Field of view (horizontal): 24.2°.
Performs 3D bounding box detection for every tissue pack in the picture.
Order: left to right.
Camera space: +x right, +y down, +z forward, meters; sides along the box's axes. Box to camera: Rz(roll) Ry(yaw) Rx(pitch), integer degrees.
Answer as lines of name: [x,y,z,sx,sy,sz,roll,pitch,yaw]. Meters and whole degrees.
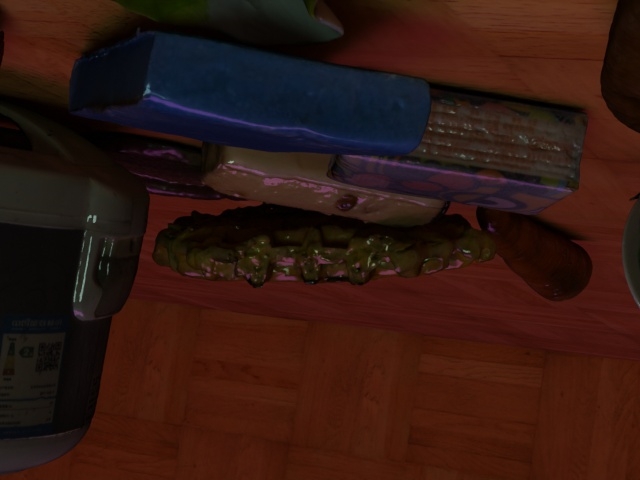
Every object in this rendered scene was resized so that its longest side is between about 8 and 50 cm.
tissue pack: [0.082,-0.057,0.937,0.148,0.060,0.108,9,172,-4]

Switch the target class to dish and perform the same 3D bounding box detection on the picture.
dish: [-0.038,-0.122,0.671,0.091,0.039,0.137,-3,172,30]

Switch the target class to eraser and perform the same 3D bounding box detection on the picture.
eraser: [-0.056,-0.078,0.841,0.144,0.043,0.312,10,-179,-17]

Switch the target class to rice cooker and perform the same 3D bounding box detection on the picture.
rice cooker: [-0.288,0.023,1.158,0.288,0.277,0.288,13,-173,-1]

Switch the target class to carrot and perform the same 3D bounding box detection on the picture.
carrot: [0.183,0.002,1.335,0.061,0.061,0.209,5,167,30]

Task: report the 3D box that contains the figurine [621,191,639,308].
figurine: [0.283,-0.003,0.962,0.132,0.132,0.153,11,161,-17]

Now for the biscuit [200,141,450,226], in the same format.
biscuit: [0.006,-0.051,1.121,0.188,0.052,0.056,9,162,-18]

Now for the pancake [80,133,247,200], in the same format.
pancake: [-0.141,-0.064,1.318,0.199,0.021,0.199,9,171,1]

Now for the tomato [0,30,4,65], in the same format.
tomato: [-0.280,-0.102,0.876,0.173,0.099,0.189,11,171,1]

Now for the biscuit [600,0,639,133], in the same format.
biscuit: [0.278,-0.068,0.620,0.314,0.063,0.367,9,172,6]

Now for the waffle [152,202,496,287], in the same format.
waffle: [0.000,0.002,1.248,0.291,0.051,0.291,-2,-170,0]
